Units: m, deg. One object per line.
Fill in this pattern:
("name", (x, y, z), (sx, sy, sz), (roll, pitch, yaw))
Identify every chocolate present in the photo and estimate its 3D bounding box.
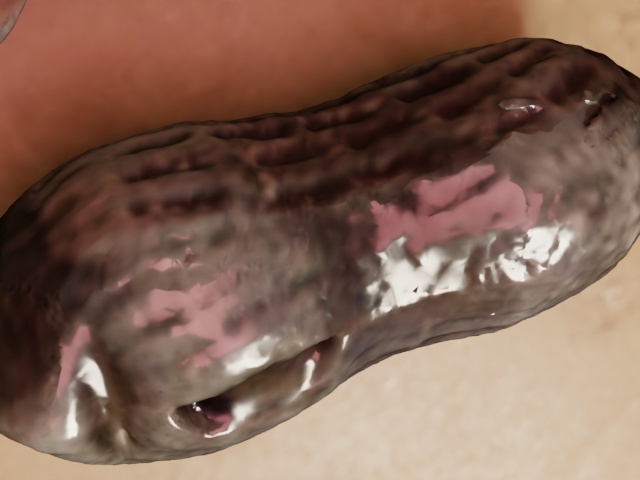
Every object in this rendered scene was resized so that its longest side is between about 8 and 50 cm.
("chocolate", (0.000, 0.000, 0.515), (0.248, 0.110, 0.110), (-16, 111, -18))

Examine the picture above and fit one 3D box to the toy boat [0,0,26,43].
("toy boat", (-0.155, -0.196, 0.409), (0.282, 0.096, 0.206), (34, 78, -18))
